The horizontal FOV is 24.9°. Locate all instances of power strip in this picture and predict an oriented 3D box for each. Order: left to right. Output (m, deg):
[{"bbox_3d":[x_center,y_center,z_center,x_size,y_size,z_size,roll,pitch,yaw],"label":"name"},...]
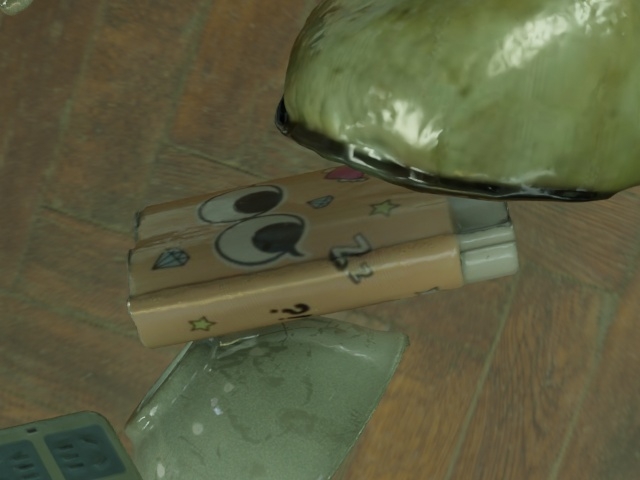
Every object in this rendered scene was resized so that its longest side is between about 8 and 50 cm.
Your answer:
[{"bbox_3d":[-0.140,0.217,0.907,0.270,0.118,0.046,53,132,32],"label":"power strip"}]

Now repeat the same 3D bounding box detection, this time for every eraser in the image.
[{"bbox_3d":[0.000,0.000,1.138,0.291,0.171,0.087,-11,118,4],"label":"eraser"}]

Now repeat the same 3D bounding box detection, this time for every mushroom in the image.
[{"bbox_3d":[0.116,-0.120,0.843,0.267,0.189,0.164,4,105,-15],"label":"mushroom"}]

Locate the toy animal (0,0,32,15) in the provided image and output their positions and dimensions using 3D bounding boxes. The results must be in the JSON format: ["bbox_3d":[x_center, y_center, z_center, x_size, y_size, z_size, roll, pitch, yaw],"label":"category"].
[{"bbox_3d":[-0.389,-0.364,1.540,0.308,0.266,0.188,-39,132,0],"label":"toy animal"}]

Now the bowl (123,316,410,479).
[{"bbox_3d":[-0.078,0.160,1.234,0.146,0.313,0.313,38,97,-3],"label":"bowl"}]
